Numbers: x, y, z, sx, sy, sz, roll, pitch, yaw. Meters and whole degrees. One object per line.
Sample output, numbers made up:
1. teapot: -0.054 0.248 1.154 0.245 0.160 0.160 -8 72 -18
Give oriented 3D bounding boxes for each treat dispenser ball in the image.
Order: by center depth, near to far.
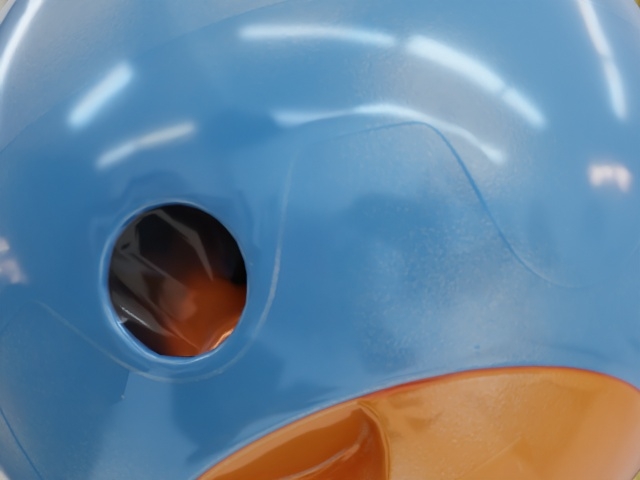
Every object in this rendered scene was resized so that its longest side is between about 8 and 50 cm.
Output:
1. treat dispenser ball: 0.000 0.000 0.689 0.288 0.288 0.288 -3 -7 0
